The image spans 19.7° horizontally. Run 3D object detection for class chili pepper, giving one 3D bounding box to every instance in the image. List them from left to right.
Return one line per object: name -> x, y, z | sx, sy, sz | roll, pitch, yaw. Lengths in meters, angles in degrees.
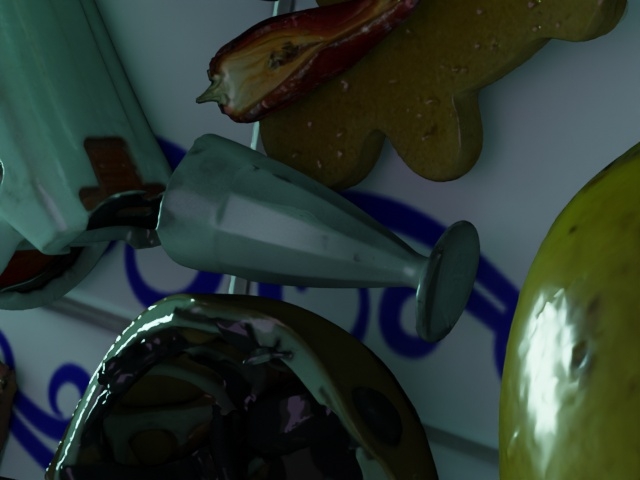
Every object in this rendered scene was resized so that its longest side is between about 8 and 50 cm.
chili pepper -> -0.001, -0.102, 0.940 | 0.178, 0.027, 0.045 | -25, 83, 44

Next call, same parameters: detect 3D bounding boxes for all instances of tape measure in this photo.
tape measure -> -0.216, -0.068, 1.096 | 0.246, 0.125, 0.243 | -35, 69, 33

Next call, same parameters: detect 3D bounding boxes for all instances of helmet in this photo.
helmet -> -0.020, 0.127, 0.939 | 0.224, 0.130, 0.198 | 49, 119, 18

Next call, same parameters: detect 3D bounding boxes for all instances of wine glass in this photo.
wine glass -> 0.000, 0.000, 0.942 | 0.155, 0.073, 0.073 | 18, 103, 23

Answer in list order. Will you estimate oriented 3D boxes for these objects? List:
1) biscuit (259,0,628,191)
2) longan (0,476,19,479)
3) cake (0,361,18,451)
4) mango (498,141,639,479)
biscuit -> 0.050, -0.108, 0.932 | 0.240, 0.035, 0.158 | -40, 67, 41
longan -> -0.182, 0.233, 1.037 | 0.220, 0.196, 0.197 | 27, 108, 27
cake -> -0.267, 0.166, 1.200 | 0.109, 0.090, 0.225 | 30, 91, 37
mango -> 0.236, 0.131, 0.647 | 0.300, 0.232, 0.446 | -53, 52, 21
